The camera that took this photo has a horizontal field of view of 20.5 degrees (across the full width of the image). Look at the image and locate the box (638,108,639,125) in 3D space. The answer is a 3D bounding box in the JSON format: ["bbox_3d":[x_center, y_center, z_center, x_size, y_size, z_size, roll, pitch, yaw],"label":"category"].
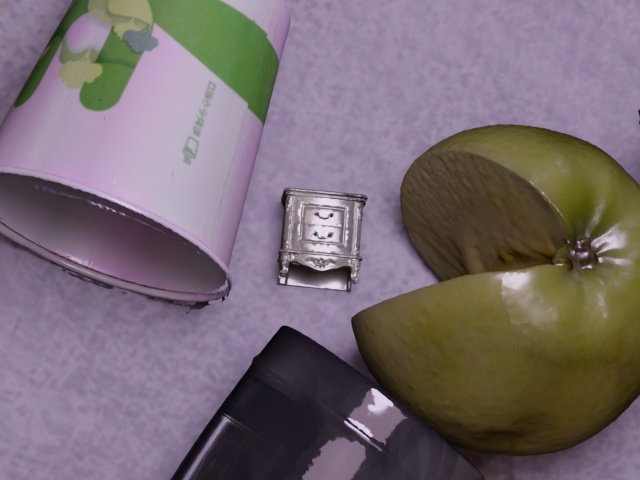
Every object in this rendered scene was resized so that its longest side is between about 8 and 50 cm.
[{"bbox_3d":[0.368,-0.041,1.596,0.071,0.240,0.159,-17,81,24],"label":"box"}]

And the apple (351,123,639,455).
[{"bbox_3d":[0.173,0.041,1.547,0.292,0.254,0.292,6,74,-21],"label":"apple"}]

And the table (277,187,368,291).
[{"bbox_3d":[0.000,0.000,1.642,0.079,0.062,0.083,6,80,-3],"label":"table"}]

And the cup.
[{"bbox_3d":[-0.153,-0.110,1.570,0.253,0.253,0.274,21,71,-1],"label":"cup"}]

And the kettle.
[{"bbox_3d":[-0.015,0.290,1.532,0.321,0.228,0.324,42,83,-29],"label":"kettle"}]
